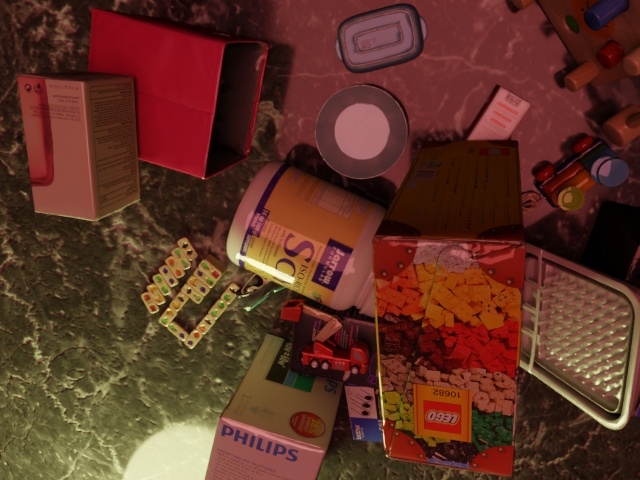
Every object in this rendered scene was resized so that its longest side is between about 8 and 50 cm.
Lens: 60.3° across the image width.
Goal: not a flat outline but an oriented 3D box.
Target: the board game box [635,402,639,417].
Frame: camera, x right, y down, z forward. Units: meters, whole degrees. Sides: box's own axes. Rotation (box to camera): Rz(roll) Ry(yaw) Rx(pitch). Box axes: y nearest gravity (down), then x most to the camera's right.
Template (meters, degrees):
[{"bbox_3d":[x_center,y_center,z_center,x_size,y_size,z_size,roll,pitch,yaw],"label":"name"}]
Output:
[{"bbox_3d":[0.715,0.188,1.011,0.078,0.347,0.233,27,117,42],"label":"board game box"}]

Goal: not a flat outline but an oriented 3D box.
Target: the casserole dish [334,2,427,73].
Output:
[{"bbox_3d":[0.117,-0.401,1.097,0.188,0.037,0.114,-9,105,16],"label":"casserole dish"}]

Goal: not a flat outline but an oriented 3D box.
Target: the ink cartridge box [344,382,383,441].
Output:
[{"bbox_3d":[0.119,0.404,1.329,0.097,0.046,0.207,-1,126,12],"label":"ink cartridge box"}]

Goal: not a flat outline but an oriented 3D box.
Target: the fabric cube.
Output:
[{"bbox_3d":[-0.280,-0.298,1.102,0.258,0.254,0.259,17,111,8],"label":"fabric cube"}]

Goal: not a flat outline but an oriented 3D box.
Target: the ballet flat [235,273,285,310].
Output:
[{"bbox_3d":[-0.120,0.097,1.298,0.203,0.074,0.074,-31,99,22],"label":"ballet flat"}]

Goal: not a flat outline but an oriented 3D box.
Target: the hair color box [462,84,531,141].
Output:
[{"bbox_3d":[0.347,-0.229,1.101,0.072,0.043,0.141,31,113,1],"label":"hair color box"}]

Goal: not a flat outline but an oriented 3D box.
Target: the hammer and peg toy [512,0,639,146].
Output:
[{"bbox_3d":[0.496,-0.341,0.917,0.127,0.266,0.361,-36,97,2],"label":"hammer and peg toy"}]

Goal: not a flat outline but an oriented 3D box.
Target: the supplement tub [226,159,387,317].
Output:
[{"bbox_3d":[0.000,0.000,1.146,0.331,0.241,0.241,24,111,4],"label":"supplement tub"}]

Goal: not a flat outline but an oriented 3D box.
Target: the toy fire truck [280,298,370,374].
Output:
[{"bbox_3d":[0.012,0.202,1.161,0.192,0.047,0.135,7,107,10],"label":"toy fire truck"}]

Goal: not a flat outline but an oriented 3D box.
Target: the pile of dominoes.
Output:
[{"bbox_3d":[-0.335,0.137,1.371,0.196,0.040,0.251,39,111,-3],"label":"pile of dominoes"}]

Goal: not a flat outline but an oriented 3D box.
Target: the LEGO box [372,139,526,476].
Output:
[{"bbox_3d":[0.240,0.068,0.952,0.193,0.500,0.373,2,115,18],"label":"LEGO box"}]

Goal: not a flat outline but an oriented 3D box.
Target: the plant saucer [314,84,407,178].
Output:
[{"bbox_3d":[0.087,-0.228,1.160,0.195,0.037,0.195,4,108,12],"label":"plant saucer"}]

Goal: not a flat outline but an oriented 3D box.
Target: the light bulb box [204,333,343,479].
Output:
[{"bbox_3d":[-0.107,0.472,1.264,0.225,0.358,0.361,17,110,4],"label":"light bulb box"}]

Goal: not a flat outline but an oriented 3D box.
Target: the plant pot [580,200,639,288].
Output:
[{"bbox_3d":[0.635,0.048,1.066,0.187,0.167,0.188,13,109,7],"label":"plant pot"}]

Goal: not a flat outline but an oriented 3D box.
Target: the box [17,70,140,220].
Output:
[{"bbox_3d":[-0.411,-0.169,0.959,0.126,0.148,0.232,8,110,11],"label":"box"}]

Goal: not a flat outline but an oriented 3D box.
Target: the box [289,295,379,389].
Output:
[{"bbox_3d":[0.081,0.220,1.253,0.270,0.143,0.165,10,109,10],"label":"box"}]

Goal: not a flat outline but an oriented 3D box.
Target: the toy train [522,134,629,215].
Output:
[{"bbox_3d":[0.466,-0.088,1.068,0.248,0.143,0.105,-40,96,21],"label":"toy train"}]

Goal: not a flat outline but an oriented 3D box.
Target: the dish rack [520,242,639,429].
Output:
[{"bbox_3d":[0.500,0.169,1.079,0.072,0.333,0.286,-8,108,-17],"label":"dish rack"}]
